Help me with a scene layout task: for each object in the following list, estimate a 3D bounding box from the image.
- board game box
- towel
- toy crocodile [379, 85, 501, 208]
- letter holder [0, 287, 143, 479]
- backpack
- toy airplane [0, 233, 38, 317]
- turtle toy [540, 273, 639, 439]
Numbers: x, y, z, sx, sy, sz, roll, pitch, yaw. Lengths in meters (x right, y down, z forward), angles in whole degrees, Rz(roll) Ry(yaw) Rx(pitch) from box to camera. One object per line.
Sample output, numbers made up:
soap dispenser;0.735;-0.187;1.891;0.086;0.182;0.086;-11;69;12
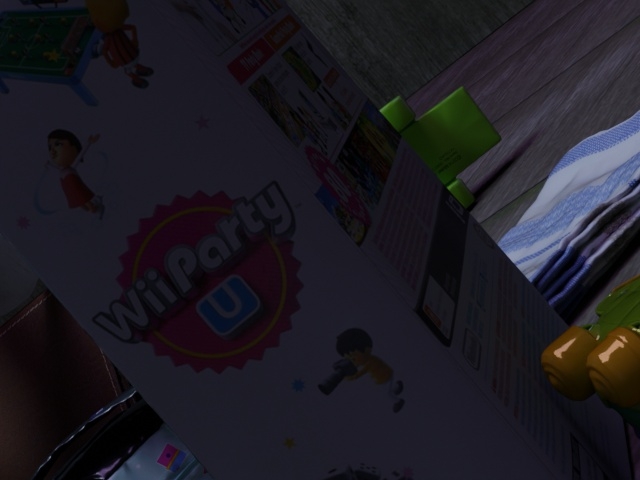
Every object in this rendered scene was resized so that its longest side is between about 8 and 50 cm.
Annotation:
board game box;-0.012;0.003;0.718;0.097;0.303;0.224;-39;5;12
towel;0.142;-0.002;1.152;0.285;0.034;0.209;-44;6;-36
toy crocodile;0.029;-0.019;1.610;0.340;0.115;0.105;-43;6;-30
letter holder;-0.174;0.180;1.364;0.152;0.214;0.302;3;-31;-47
backpack;-0.112;0.168;1.078;0.182;0.115;0.152;-46;-6;-30
toy airplane;-0.307;0.148;1.232;0.384;0.272;0.386;-34;22;28
turtle toy;0.135;0.039;0.687;0.095;0.066;0.130;-39;5;-11
